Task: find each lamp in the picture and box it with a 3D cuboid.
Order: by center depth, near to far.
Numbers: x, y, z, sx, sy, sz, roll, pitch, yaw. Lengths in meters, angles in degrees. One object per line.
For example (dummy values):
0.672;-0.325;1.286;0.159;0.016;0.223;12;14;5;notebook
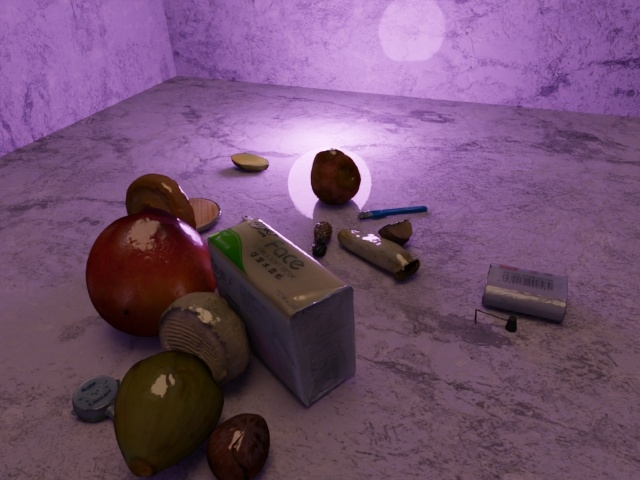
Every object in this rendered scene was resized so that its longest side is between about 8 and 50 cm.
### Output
0.504;0.226;1.454;0.121;0.054;0.041;6;35;13;lamp

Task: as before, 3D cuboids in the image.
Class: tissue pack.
-0.101;0.172;1.331;0.205;0.332;0.405;-26;41;-27;tissue pack

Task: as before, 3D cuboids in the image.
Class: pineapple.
0.000;0.000;1.821;0.074;0.074;0.159;3;39;9;pineapple

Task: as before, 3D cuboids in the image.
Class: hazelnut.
-0.177;0.447;1.105;0.143;0.143;0.154;19;38;29;hazelnut

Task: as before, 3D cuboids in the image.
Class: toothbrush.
-0.187;-0.027;1.897;0.040;0.040;0.386;-26;40;-31;toothbrush

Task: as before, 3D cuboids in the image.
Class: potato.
0.262;-0.010;1.797;0.100;0.089;0.172;-33;-10;34;potato
-0.332;-0.363;2.400;0.198;0.054;0.119;9;35;10;potato

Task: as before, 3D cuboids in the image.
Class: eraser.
0.618;0.152;1.535;0.227;0.081;0.174;12;40;20;eraser

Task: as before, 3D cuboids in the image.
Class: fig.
-0.342;0.386;1.126;0.239;0.239;0.271;4;48;9;fig

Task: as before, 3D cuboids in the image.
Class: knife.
0.283;-0.109;2.001;0.296;0.026;0.044;-6;37;-9;knife

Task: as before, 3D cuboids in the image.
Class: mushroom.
0.196;0.034;1.740;0.107;0.087;0.333;-27;38;-30;mushroom

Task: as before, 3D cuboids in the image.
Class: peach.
-0.487;0.086;1.460;0.388;0.388;0.388;-2;34;1;peach
0.052;-0.267;2.070;0.214;0.235;0.214;-10;33;7;peach

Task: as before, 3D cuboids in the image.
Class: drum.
-0.522;0.429;1.232;0.130;0.049;0.253;-22;41;-29;drum

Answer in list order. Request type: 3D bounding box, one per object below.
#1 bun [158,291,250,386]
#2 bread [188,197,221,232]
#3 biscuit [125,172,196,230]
-0.284;0.247;1.313;0.259;0.259;0.152;16;26;26;bun
-0.526;-0.094;2.019;0.267;0.040;0.267;-1;34;1;bread
-0.574;-0.090;1.792;0.296;0.296;0.102;15;30;24;biscuit
